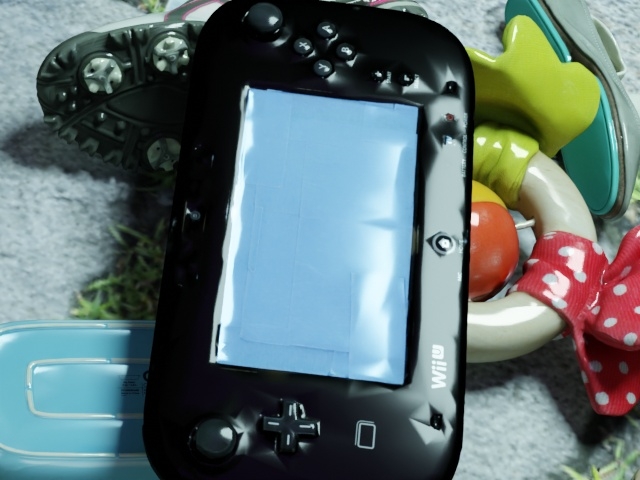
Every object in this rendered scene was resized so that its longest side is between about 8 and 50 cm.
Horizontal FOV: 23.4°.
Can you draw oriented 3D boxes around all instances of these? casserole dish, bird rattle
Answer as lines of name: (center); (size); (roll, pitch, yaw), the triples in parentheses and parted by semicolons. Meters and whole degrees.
casserole dish: (-0.117, 0.090, 0.852); (0.188, 0.037, 0.114); (2, 53, -17)
bird rattle: (0.113, 0.004, 0.970); (0.207, 0.143, 0.253); (-16, 72, -14)

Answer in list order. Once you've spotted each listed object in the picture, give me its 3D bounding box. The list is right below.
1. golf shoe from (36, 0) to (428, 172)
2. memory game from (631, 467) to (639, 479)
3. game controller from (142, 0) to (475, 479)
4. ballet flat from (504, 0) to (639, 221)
golf shoe: (-0.063, -0.118, 1.010); (0.273, 0.105, 0.120); (-10, 37, -27)
memory game: (0.227, 0.208, 0.884); (0.186, 0.012, 0.186); (9, 51, -11)
game controller: (0.000, 0.000, 0.856); (0.167, 0.067, 0.319); (3, 62, 4)
ballet flat: (0.194, -0.105, 1.085); (0.068, 0.072, 0.213); (-1, 53, -24)
